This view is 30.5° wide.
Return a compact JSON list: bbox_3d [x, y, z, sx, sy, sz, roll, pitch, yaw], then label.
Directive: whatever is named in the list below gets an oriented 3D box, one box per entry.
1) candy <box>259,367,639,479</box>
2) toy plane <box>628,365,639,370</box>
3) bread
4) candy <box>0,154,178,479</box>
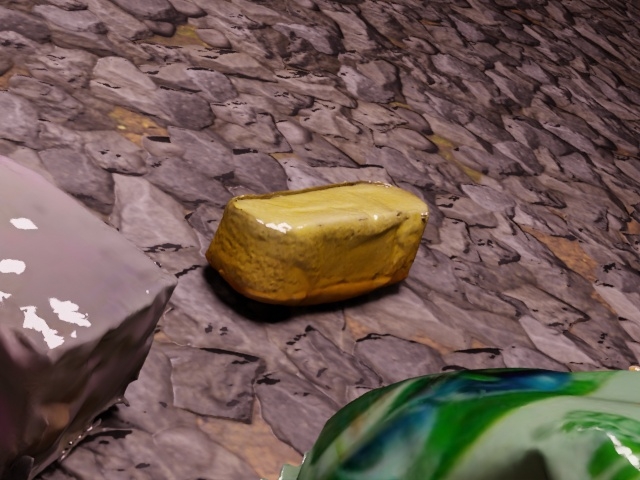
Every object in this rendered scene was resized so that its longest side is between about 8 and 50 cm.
[{"bbox_3d":[0.138,0.142,0.717,0.172,0.397,0.263,62,32,-1],"label":"candy"},{"bbox_3d":[0.405,0.223,1.053,0.316,0.103,0.204,29,26,20],"label":"toy plane"},{"bbox_3d":[0.000,0.000,1.094,0.102,0.094,0.245,34,27,33],"label":"bread"},{"bbox_3d":[-0.217,0.052,0.781,0.195,0.137,0.185,34,29,11],"label":"candy"}]
